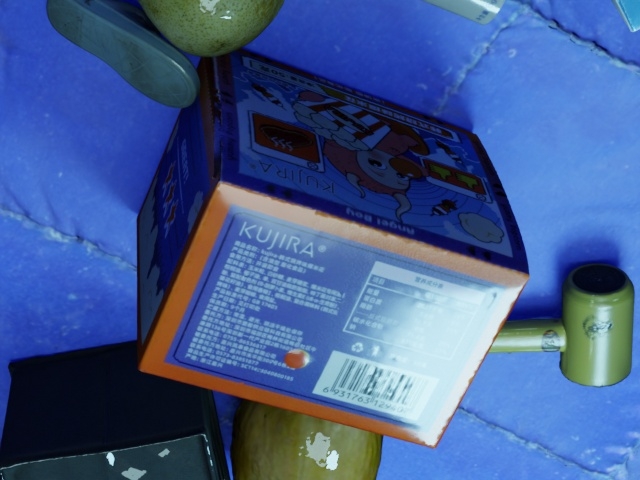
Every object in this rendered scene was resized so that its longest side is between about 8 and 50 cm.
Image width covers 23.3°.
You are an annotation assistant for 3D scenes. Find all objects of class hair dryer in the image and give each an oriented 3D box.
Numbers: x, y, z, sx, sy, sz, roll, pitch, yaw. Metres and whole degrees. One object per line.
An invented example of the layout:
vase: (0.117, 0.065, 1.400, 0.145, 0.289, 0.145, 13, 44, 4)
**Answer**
hair dryer: (0.248, 0.108, 1.925, 0.279, 0.090, 0.134, -3, 123, 3)

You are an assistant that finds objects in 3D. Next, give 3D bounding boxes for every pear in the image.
pear: (-0.119, -0.272, 1.600, 0.137, 0.167, 0.167, -34, 120, 29)

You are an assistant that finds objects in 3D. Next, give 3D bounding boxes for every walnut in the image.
walnut: (-0.020, 0.258, 1.919, 0.203, 0.203, 0.297, 7, 124, -10)

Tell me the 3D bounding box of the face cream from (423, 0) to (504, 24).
face cream: (0.078, -0.307, 1.645, 0.250, 0.077, 0.077, 19, 118, -19)

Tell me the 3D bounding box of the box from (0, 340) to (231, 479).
box: (-0.238, 0.320, 1.925, 0.251, 0.204, 0.345, -9, 122, 0)

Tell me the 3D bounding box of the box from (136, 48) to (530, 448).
box: (0.000, 0.000, 1.686, 0.349, 0.318, 0.256, 17, 119, -15)

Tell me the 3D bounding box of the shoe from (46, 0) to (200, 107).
shoe: (-0.199, -0.220, 1.659, 0.195, 0.078, 0.079, 30, 141, 11)

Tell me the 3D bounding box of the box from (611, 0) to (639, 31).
box: (0.346, -0.310, 1.603, 0.139, 0.194, 0.073, -27, 119, 11)
